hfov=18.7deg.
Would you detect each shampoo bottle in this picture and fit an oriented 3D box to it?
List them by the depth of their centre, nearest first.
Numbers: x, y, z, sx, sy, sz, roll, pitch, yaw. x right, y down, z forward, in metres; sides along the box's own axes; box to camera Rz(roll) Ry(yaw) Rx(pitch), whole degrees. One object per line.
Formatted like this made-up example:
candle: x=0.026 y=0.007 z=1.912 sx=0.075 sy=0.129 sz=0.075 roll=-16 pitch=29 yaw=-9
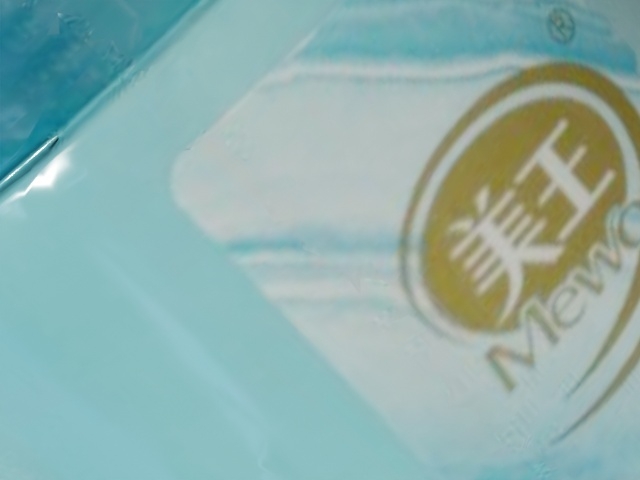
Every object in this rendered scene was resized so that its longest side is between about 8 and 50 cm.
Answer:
shampoo bottle: x=0.000 y=0.000 z=0.624 sx=0.343 sy=0.331 sz=0.331 roll=47 pitch=-174 yaw=-19
